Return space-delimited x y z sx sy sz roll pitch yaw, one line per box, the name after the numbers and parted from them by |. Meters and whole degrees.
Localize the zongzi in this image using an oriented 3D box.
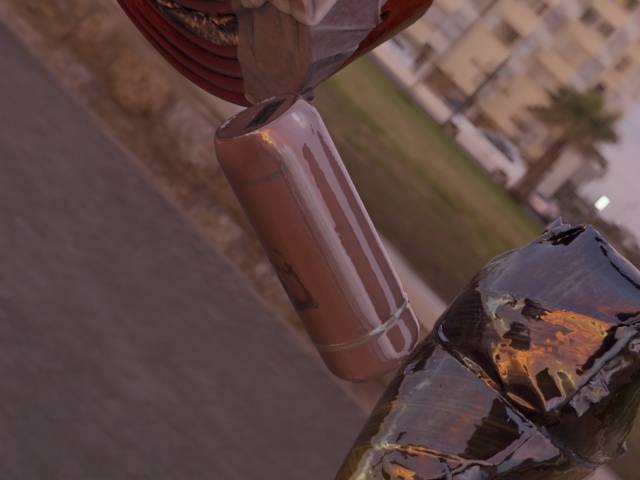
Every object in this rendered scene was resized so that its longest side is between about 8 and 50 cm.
0.150 0.218 1.603 0.208 0.432 0.403 44 -11 21 | zongzi

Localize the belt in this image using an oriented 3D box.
-0.049 -0.201 0.981 0.324 0.115 0.227 17 -41 61 | belt

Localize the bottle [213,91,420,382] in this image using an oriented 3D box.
0.000 0.000 0.757 0.140 0.053 0.053 63 0 -21 | bottle
